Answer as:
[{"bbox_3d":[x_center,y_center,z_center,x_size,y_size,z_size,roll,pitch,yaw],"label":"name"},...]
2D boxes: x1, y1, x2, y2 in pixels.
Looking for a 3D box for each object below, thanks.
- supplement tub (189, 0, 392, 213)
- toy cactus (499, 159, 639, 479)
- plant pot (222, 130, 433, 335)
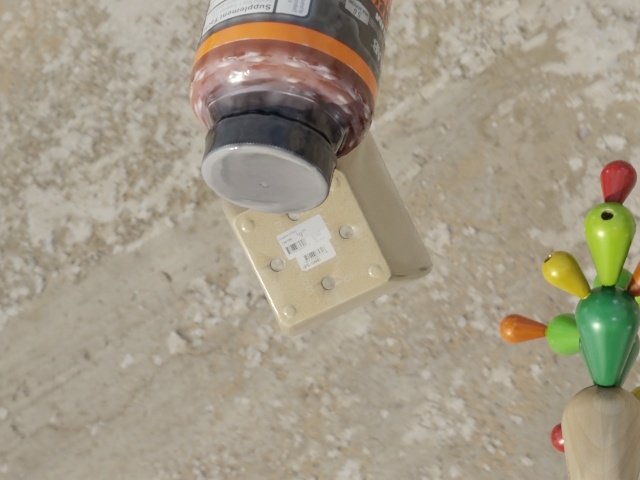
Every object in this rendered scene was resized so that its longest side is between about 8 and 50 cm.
[{"bbox_3d":[-0.014,-0.116,0.626,0.106,0.106,0.198,-6,60,28],"label":"supplement tub"},{"bbox_3d":[0.166,0.077,0.674,0.112,0.219,0.180,10,46,7],"label":"toy cactus"},{"bbox_3d":[0.000,0.000,0.690,0.109,0.096,0.109,-25,94,8],"label":"plant pot"}]
